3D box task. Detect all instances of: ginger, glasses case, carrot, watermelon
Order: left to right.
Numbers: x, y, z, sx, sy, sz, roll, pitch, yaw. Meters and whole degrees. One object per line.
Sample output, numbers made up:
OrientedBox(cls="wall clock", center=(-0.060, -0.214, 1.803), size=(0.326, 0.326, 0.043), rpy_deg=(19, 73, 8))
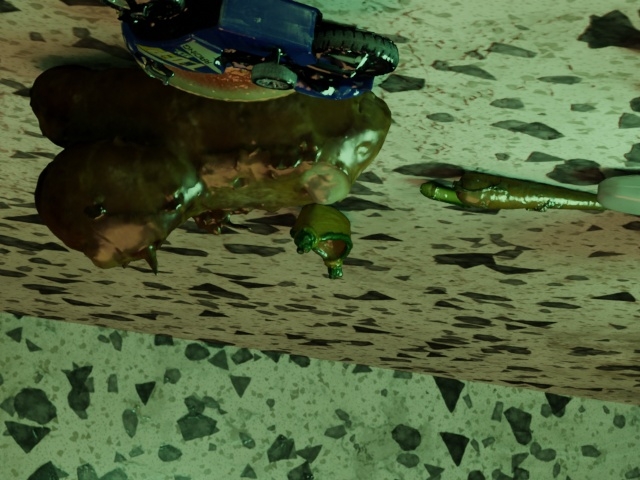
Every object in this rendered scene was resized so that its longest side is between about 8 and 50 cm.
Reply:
OrientedBox(cls="ginger", center=(-0.129, -0.080, 1.588), size=(0.418, 0.254, 0.176), rpy_deg=(-1, 161, 5))
OrientedBox(cls="watermelon", center=(-0.086, -0.197, 1.460), size=(0.245, 0.063, 0.119), rpy_deg=(7, 154, -3))
OrientedBox(cls="carrot", center=(0.296, -0.058, 1.927), size=(0.254, 0.049, 0.049), rpy_deg=(5, 168, -16))
OrientedBox(cls="glasses case", center=(0.452, -0.056, 1.838), size=(0.193, 0.049, 0.074), rpy_deg=(5, 167, 7))

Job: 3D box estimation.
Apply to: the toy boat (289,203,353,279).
OrientedBox(cls="toy boat", center=(0.000, 0.000, 2.185), size=(0.089, 0.088, 0.229), rpy_deg=(3, 167, 15))

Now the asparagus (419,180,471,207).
OrientedBox(cls="asparagus", center=(0.181, -0.062, 1.985), size=(0.108, 0.025, 0.021), rpy_deg=(13, -175, -42))

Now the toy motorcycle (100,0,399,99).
OrientedBox(cls="toy motorcycle", center=(-0.076, -0.192, 1.343), size=(0.315, 0.113, 0.169), rpy_deg=(12, 170, -27))
